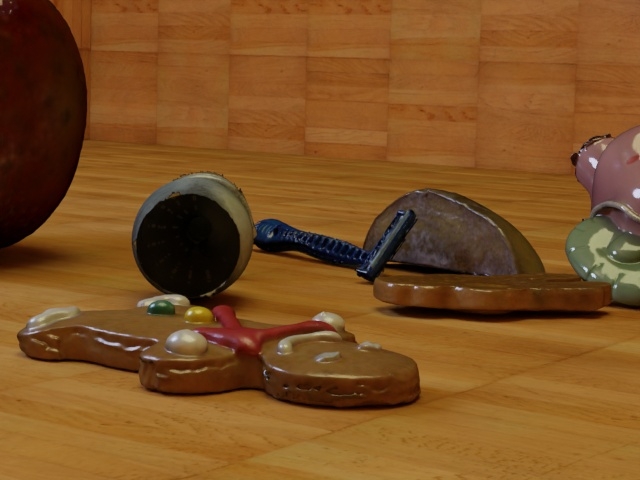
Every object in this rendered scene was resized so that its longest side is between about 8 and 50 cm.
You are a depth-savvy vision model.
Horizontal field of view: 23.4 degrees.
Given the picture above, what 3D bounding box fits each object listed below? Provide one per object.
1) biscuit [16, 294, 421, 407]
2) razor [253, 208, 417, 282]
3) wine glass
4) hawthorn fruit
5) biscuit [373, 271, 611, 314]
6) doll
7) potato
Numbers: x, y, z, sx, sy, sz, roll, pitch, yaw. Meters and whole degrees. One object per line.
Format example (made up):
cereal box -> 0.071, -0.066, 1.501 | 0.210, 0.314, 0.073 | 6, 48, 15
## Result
biscuit -> -0.065, 0.079, 1.210 | 0.216, 0.047, 0.340 | -6, 10, -44
razor -> 0.008, 0.008, 1.845 | 0.056, 0.093, 0.324 | 43, -18, -26
wine glass -> -0.129, -0.006, 1.589 | 0.126, 0.126, 0.241 | 2, 4, -1
hawthorn fruit -> -0.467, -0.179, 1.779 | 0.403, 0.402, 0.403 | 2, 7, 0
biscuit -> 0.169, 0.052, 1.541 | 0.236, 0.040, 0.144 | -2, 1, -18
doll -> 0.393, -0.015, 1.691 | 0.284, 0.216, 0.268 | -15, 34, -8
potato -> 0.173, -0.010, 1.787 | 0.120, 0.100, 0.261 | -5, 10, -43
